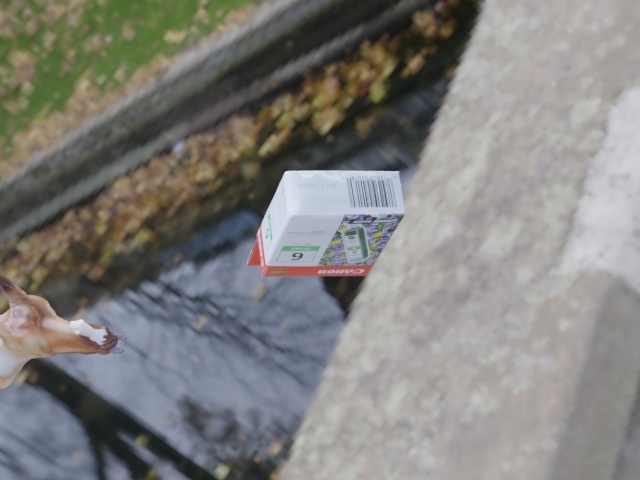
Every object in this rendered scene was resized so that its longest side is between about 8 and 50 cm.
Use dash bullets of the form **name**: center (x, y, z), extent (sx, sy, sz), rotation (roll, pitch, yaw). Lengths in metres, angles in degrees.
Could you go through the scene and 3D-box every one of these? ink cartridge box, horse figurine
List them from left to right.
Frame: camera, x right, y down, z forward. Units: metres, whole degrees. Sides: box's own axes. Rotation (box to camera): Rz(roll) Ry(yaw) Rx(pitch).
- **horse figurine**: center (-0.341, 0.102, 1.584), extent (0.263, 0.174, 0.066), rotation (-31, 44, 37)
- **ink cartridge box**: center (0.000, 0.000, 0.851), extent (0.115, 0.063, 0.029), rotation (118, 148, -60)
